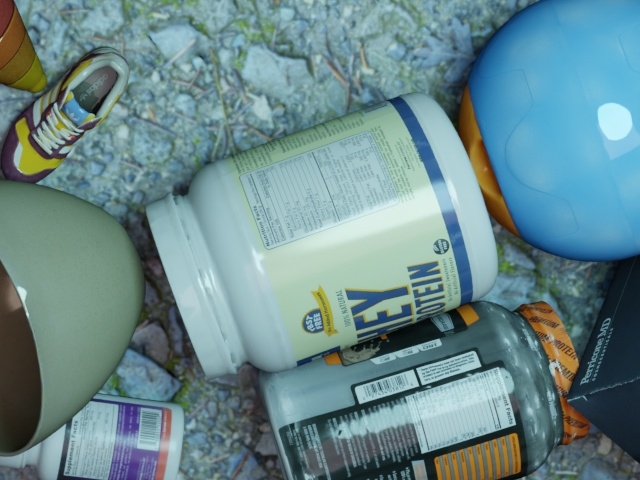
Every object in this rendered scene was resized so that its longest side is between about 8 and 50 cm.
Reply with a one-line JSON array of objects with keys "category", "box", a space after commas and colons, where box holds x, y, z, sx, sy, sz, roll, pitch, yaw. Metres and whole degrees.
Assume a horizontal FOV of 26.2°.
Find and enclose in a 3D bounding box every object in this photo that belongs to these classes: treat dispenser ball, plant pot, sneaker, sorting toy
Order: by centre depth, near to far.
[{"category": "sorting toy", "box": [-0.234, -0.263, 1.408, 0.365, 0.127, 0.126, -33, 131, 15]}, {"category": "plant pot", "box": [-0.295, 0.056, 1.429, 0.191, 0.284, 0.284, -23, 110, -40]}, {"category": "treat dispenser ball", "box": [0.289, -0.121, 1.447, 0.288, 0.288, 0.288, -2, 104, -9]}, {"category": "sneaker", "box": [-0.274, -0.130, 1.457, 0.069, 0.084, 0.185, 38, 94, -16]}]

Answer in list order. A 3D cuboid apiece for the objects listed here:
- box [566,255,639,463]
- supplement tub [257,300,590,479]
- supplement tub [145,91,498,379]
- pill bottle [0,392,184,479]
[{"category": "box", "box": [0.469, 0.053, 1.437, 0.179, 0.312, 0.343, 40, 56, -16]}, {"category": "supplement tub", "box": [0.114, 0.190, 1.536, 0.338, 0.207, 0.207, -16, 106, -6]}, {"category": "supplement tub", "box": [0.000, 0.000, 1.457, 0.324, 0.235, 0.235, -20, 106, -4]}, {"category": "pill bottle", "box": [-0.256, 0.223, 1.534, 0.193, 0.108, 0.108, 9, 102, -11]}]
